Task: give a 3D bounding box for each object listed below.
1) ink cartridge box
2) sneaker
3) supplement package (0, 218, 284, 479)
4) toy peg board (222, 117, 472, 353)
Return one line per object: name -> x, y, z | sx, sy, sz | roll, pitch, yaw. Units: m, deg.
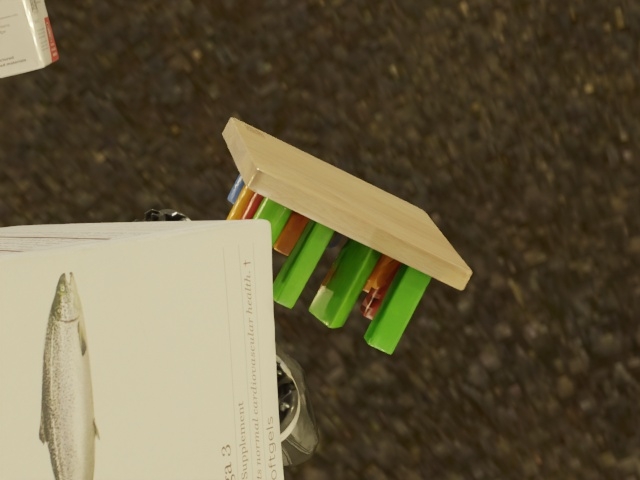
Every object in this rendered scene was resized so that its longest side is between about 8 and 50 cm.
ink cartridge box -> -0.214, -0.172, 1.261 | 0.056, 0.099, 0.135 | -13, 98, 0
sneaker -> -0.070, 0.076, 1.401 | 0.078, 0.106, 0.234 | -37, 53, 1
supplement package -> -0.101, 0.052, 0.570 | 0.105, 0.179, 0.105 | 0, 96, 33
toy peg board -> 0.000, 0.000, 1.342 | 0.161, 0.160, 0.079 | 26, 100, -15
